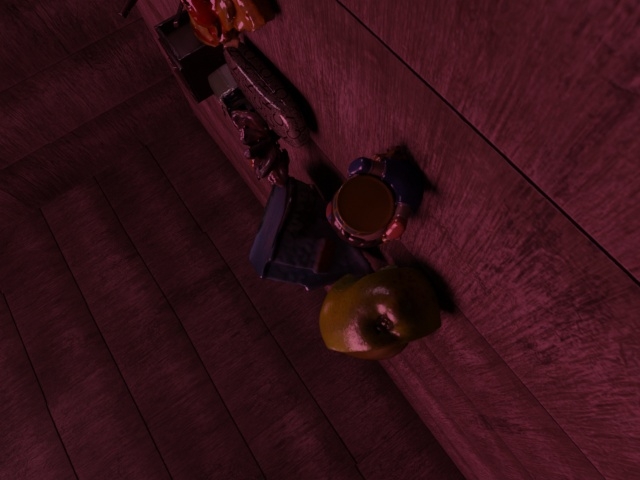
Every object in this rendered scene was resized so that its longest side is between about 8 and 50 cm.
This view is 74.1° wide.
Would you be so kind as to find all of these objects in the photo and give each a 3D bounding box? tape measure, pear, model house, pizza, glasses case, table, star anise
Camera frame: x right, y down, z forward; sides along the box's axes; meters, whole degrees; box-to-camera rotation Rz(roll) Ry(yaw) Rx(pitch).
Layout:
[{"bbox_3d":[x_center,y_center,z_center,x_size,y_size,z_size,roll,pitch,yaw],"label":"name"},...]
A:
[{"bbox_3d":[-0.253,-0.417,1.315,0.207,0.115,0.235,56,-178,-47],"label":"tape measure"},{"bbox_3d":[0.139,0.152,0.999,0.282,0.287,0.176,139,115,-81],"label":"pear"},{"bbox_3d":[0.000,0.000,1.267,0.339,0.297,0.360,20,180,-17],"label":"model house"},{"bbox_3d":[-0.264,-0.545,0.940,0.439,0.130,0.406,55,165,4],"label":"pizza"},{"bbox_3d":[-0.141,-0.373,1.072,0.354,0.085,0.137,52,172,24],"label":"glasses case"},{"bbox_3d":[-0.397,-0.591,1.354,0.169,0.173,0.193,53,171,17],"label":"table"},{"bbox_3d":[-0.154,-0.251,1.134,0.236,0.093,0.229,53,-158,-18],"label":"star anise"}]

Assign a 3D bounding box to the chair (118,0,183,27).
[{"bbox_3d":[-0.468,-0.791,1.210,0.175,0.184,0.326,73,-155,-65],"label":"chair"}]

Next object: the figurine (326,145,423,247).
[{"bbox_3d":[0.086,-0.060,0.791,0.161,0.158,0.275,64,172,7],"label":"figurine"}]

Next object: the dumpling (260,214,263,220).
[{"bbox_3d":[-0.103,-0.041,1.587,0.293,0.163,0.204,13,-144,-34],"label":"dumpling"}]

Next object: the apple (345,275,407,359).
[{"bbox_3d":[0.139,0.234,1.255,0.262,0.262,0.262,54,171,13],"label":"apple"}]

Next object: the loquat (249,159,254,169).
[{"bbox_3d":[-0.221,-0.326,1.630,0.137,0.113,0.137,170,90,-90],"label":"loquat"}]

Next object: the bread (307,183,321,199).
[{"bbox_3d":[-0.034,-0.115,1.458,0.139,0.084,0.074,60,171,-24],"label":"bread"}]
